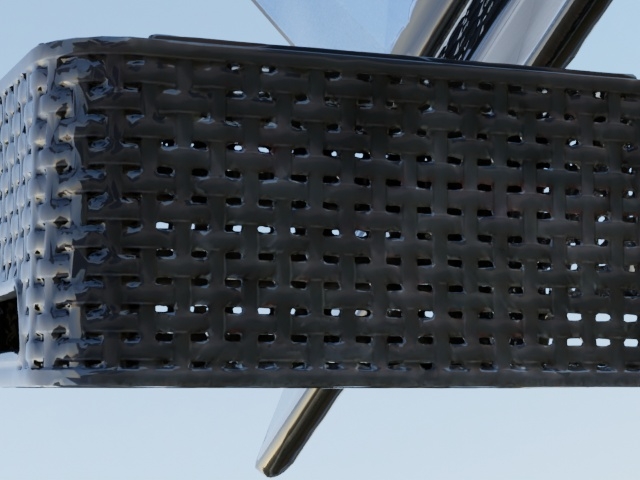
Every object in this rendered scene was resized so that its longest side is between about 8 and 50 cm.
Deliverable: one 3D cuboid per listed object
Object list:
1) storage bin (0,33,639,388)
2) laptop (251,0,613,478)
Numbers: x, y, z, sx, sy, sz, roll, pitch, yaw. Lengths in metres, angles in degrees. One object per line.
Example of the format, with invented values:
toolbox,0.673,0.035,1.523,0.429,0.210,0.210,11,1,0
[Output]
storage bin,0.000,0.000,0.445,0.180,0.084,0.122,3,-6,-21
laptop,0.006,-0.190,0.704,0.382,0.236,0.408,-59,6,40
